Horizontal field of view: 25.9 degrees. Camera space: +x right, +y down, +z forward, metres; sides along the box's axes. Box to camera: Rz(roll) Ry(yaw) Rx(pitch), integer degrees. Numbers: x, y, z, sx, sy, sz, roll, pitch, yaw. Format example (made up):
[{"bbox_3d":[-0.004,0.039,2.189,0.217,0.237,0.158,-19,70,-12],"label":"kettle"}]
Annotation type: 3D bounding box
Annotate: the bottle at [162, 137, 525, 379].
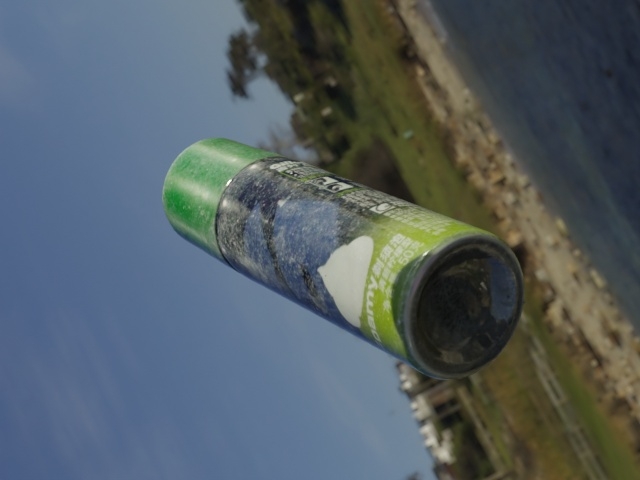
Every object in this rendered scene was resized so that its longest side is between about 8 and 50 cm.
[{"bbox_3d":[0.000,0.000,0.939,0.330,0.093,0.093,25,152,56],"label":"bottle"}]
